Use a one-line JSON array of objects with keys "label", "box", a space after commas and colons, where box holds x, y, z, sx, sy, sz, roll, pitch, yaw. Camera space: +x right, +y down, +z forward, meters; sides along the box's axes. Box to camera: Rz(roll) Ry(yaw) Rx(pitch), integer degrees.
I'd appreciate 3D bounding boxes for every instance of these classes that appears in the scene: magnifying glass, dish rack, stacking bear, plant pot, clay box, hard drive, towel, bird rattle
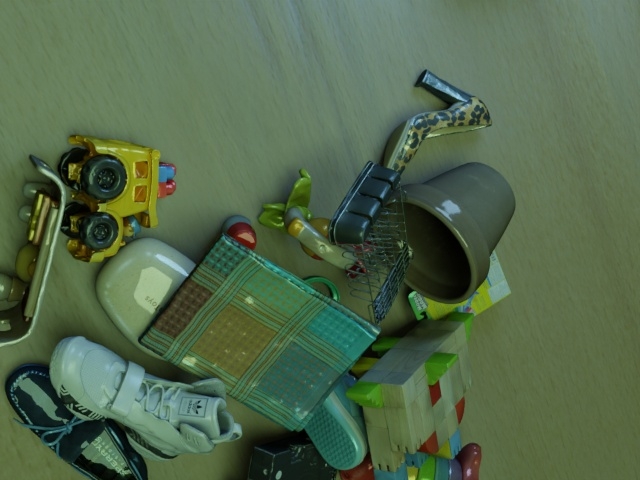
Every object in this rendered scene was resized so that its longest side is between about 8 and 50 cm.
[{"label": "magnifying glass", "box": [-0.069, 0.111, 1.871, 0.231, 0.026, 0.092, 8, 96, -21]}, {"label": "dish rack", "box": [0.105, 0.014, 1.740, 0.208, 0.074, 0.272, -57, 147, -39]}, {"label": "stacking bear", "box": [0.177, 0.495, 1.962, 0.289, 0.175, 0.164, 19, 135, -11]}, {"label": "plant pot", "box": [0.272, -0.037, 1.878, 0.229, 0.263, 0.263, -39, 111, -31]}, {"label": "clay box", "box": [0.291, 0.111, 1.993, 0.222, 0.053, 0.127, -28, 108, -13]}, {"label": "hard drive", "box": [-0.068, 0.563, 1.869, 0.237, 0.064, 0.339, -1, 101, -54]}, {"label": "towel", "box": [-0.106, 0.179, 1.695, 0.370, 0.040, 0.271, 33, 104, -23]}, {"label": "bird rattle", "box": [0.000, 0.000, 1.794, 0.143, 0.207, 0.253, -43, 102, 10]}]

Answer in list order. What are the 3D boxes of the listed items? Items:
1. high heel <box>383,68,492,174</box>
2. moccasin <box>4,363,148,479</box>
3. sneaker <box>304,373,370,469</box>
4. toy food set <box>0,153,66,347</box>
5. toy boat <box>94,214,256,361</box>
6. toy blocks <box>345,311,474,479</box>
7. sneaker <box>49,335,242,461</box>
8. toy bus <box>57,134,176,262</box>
[{"label": "high heel", "box": [0.243, -0.198, 1.897, 0.186, 0.093, 0.261, 28, 80, -16]}, {"label": "moccasin", "box": [-0.435, 0.356, 1.722, 0.342, 0.117, 0.138, 44, 82, -21]}, {"label": "sneaker", "box": [0.030, 0.294, 1.901, 0.208, 0.127, 0.319, -18, 77, -52]}, {"label": "toy food set", "box": [-0.514, 0.011, 1.580, 0.092, 0.219, 0.306, 13, 94, -22]}, {"label": "toy boat", "box": [-0.246, 0.075, 1.749, 0.318, 0.148, 0.267, -40, 105, -2]}, {"label": "toy blocks", "box": [0.203, 0.335, 1.848, 0.381, 0.190, 0.261, -33, 118, -52]}, {"label": "sneaker", "box": [-0.300, 0.277, 1.654, 0.366, 0.210, 0.137, 51, 40, -40]}, {"label": "toy bus", "box": [-0.356, -0.077, 1.680, 0.211, 0.149, 0.220, -2, 102, -37]}]
